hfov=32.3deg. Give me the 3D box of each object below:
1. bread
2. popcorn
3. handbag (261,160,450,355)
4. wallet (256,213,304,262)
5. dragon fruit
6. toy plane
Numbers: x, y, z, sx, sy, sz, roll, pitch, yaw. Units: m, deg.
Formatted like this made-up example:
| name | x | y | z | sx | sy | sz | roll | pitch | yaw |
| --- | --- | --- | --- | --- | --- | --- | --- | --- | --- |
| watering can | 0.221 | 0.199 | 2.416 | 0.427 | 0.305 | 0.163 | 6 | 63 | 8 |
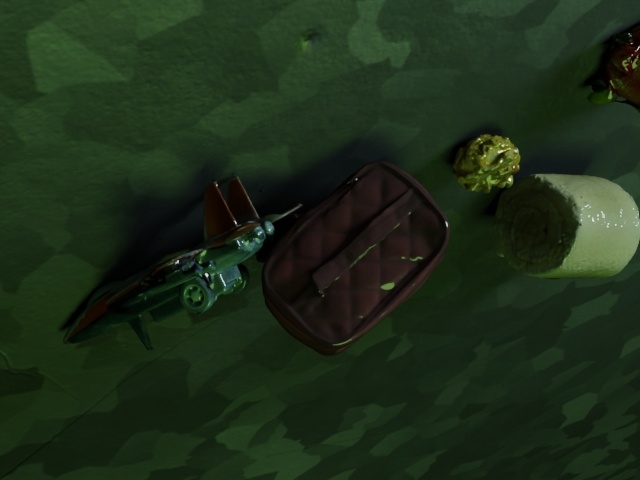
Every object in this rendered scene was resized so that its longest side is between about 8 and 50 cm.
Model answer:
| name | x | y | z | sx | sy | sz | roll | pitch | yaw |
| --- | --- | --- | --- | --- | --- | --- | --- | --- | --- |
| bread | 0.321 | -0.019 | 1.450 | 0.141 | 0.148 | 0.134 | 0 | 103 | -37 |
| popcorn | 0.201 | -0.091 | 1.344 | 0.082 | 0.057 | 0.083 | -13 | 148 | -18 |
| handbag | 0.041 | 0.024 | 1.262 | 0.225 | 0.146 | 0.135 | -41 | 171 | -6 |
| wallet | 0.000 | 0.000 | 1.365 | 0.156 | 0.018 | 0.082 | 3 | 136 | -37 |
| dragon fruit | 0.414 | -0.209 | 1.297 | 0.138 | 0.175 | 0.142 | -4 | 112 | -47 |
| toy plane | -0.169 | 0.051 | 1.236 | 0.326 | 0.104 | 0.223 | -39 | 175 | 24 |
